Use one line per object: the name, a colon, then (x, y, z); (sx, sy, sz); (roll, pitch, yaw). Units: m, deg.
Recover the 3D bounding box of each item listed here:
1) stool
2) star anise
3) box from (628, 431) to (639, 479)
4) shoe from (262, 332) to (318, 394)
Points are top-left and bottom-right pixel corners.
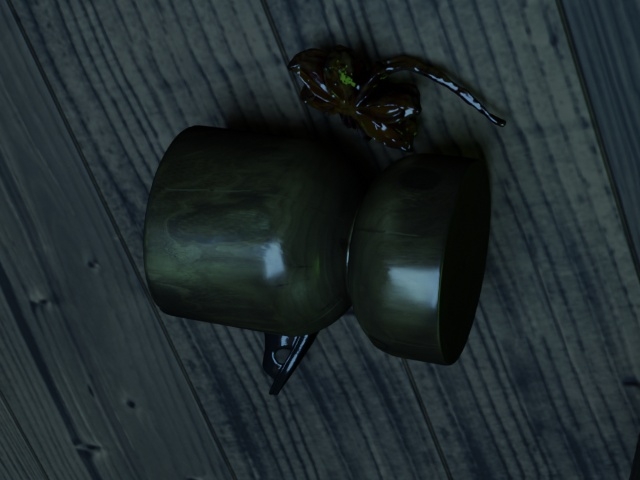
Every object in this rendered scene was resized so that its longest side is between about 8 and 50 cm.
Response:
stool: (0.000, 0.000, 1.113); (0.264, 0.179, 0.179); (9, 122, 18)
star anise: (0.064, -0.122, 1.094); (0.191, 0.070, 0.097); (24, 152, 4)
box: (0.427, 0.244, 1.073); (0.297, 0.225, 0.190); (-2, 118, 23)
shoe: (-0.025, 0.079, 1.248); (0.053, 0.062, 0.159); (32, 119, 3)
